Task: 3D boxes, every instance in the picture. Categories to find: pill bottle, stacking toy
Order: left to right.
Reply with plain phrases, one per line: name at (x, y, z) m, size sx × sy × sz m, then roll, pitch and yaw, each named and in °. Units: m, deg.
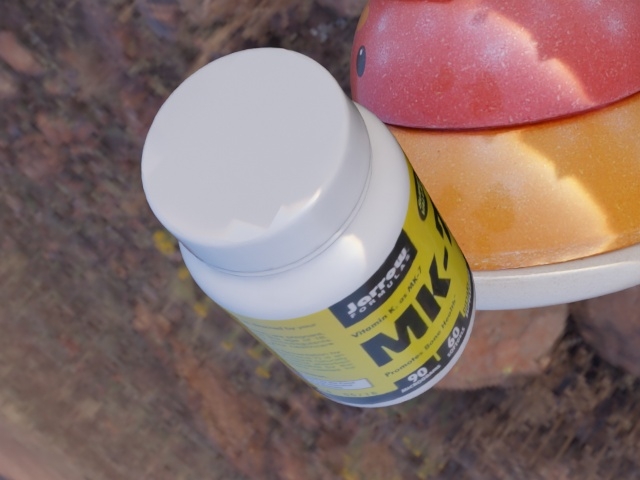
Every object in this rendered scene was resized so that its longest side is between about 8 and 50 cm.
pill bottle at (0.000, 0.000, 0.613) m, size 0.119 × 0.119 × 0.208 m, roll 28°, pitch 169°, yaw 30°
stacking toy at (0.143, -0.212, 0.989) m, size 0.350 × 0.350 × 0.480 m, roll 15°, pitch 121°, yaw 51°
